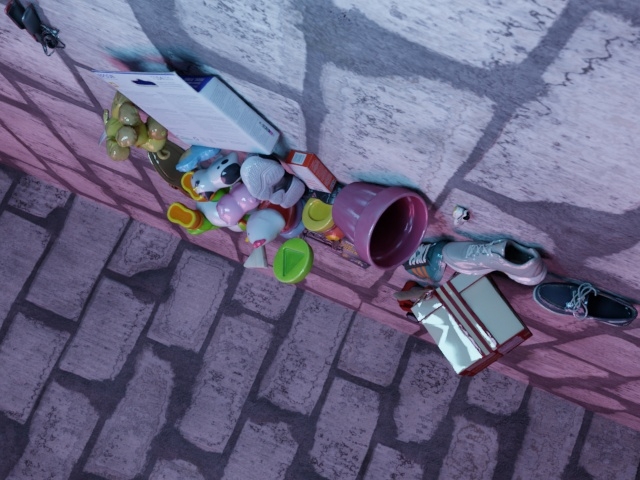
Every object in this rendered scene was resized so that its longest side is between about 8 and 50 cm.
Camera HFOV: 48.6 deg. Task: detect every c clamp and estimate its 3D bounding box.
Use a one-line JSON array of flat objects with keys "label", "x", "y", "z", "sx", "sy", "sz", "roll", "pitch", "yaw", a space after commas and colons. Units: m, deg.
[{"label": "c clamp", "x": 0.000, "y": 0.000, "z": 2.199, "sx": 0.161, "sy": 0.022, "sz": 0.137, "roll": 25, "pitch": 159, "yaw": 0}]

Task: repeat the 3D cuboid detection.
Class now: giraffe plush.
[{"label": "giraffe plush", "x": -0.489, "y": -0.291, "z": 1.929, "sx": 0.171, "sy": 0.181, "sz": 0.210, "roll": 6, "pitch": 167, "yaw": -33}]

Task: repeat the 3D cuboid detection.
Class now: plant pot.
[{"label": "plant pot", "x": 0.131, "y": -0.054, "z": 1.729, "sx": 0.180, "sy": 0.201, "sz": 0.201, "roll": 34, "pitch": 177, "yaw": 42}]

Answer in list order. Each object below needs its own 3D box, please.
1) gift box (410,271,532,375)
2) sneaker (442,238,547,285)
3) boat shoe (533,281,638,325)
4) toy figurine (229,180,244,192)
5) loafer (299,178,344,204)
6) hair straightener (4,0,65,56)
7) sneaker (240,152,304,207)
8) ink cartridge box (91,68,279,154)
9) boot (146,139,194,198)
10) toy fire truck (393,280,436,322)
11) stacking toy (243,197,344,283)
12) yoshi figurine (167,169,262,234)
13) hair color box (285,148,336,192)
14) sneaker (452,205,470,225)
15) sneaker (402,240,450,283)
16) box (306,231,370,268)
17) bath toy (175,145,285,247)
[{"label": "gift box", "x": 0.419, "y": 0.203, "z": 1.966, "sx": 0.258, "sy": 0.255, "sz": 0.276, "roll": 57, "pitch": -173, "yaw": 24}, {"label": "sneaker", "x": 0.428, "y": 0.030, "z": 1.767, "sx": 0.263, "sy": 0.099, "sz": 0.121, "roll": 9, "pitch": 155, "yaw": 25}, {"label": "boat shoe", "x": 0.679, "y": 0.162, "z": 1.822, "sx": 0.255, "sy": 0.095, "sz": 0.079, "roll": 20, "pitch": 169, "yaw": 9}, {"label": "toy figurine", "x": -0.150, "y": -0.145, "z": 2.037, "sx": 0.159, "sy": 0.130, "sz": 0.173, "roll": 8, "pitch": -175, "yaw": 21}, {"label": "loafer", "x": 0.015, "y": -0.132, "z": 1.902, "sx": 0.170, "sy": 0.062, "sz": 0.061, "roll": 20, "pitch": -171, "yaw": 29}, {"label": "hair straightener", "x": -0.650, "y": -0.478, "z": 1.647, "sx": 0.089, "sy": 0.047, "sz": 0.230, "roll": 24, "pitch": 168, "yaw": 0}, {"label": "sneaker", "x": -0.152, "y": -0.172, "z": 1.776, "sx": 0.153, "sy": 0.101, "sz": 0.269, "roll": 42, "pitch": -174, "yaw": 26}, {"label": "ink cartridge box", "x": -0.310, "y": -0.320, "z": 1.650, "sx": 0.324, "sy": 0.071, "sz": 0.330, "roll": 14, "pitch": 162, "yaw": 40}, {"label": "boot", "x": -0.473, "y": -0.235, "z": 2.262, "sx": 0.283, "sy": 0.109, "sz": 0.220, "roll": 38, "pitch": 173, "yaw": -37}, {"label": "toy fire truck", "x": 0.344, "y": 0.206, "z": 2.522, "sx": 0.217, "sy": 0.158, "sz": 0.246, "roll": 7, "pitch": 148, "yaw": 52}, {"label": "stacking toy", "x": -0.059, "y": -0.003, "z": 2.056, "sx": 0.309, "sy": 0.279, "sz": 0.130, "roll": 13, "pitch": 168, "yaw": 45}, {"label": "yoshi figurine", "x": -0.312, "y": -0.114, "z": 2.143, "sx": 0.204, "sy": 0.202, "sz": 0.362, "roll": -15, "pitch": 168, "yaw": 26}, {"label": "hair color box", "x": -0.023, "y": -0.174, "z": 1.797, "sx": 0.072, "sy": 0.043, "sz": 0.141, "roll": 15, "pitch": 164, "yaw": 32}, {"label": "sneaker", "x": 0.338, "y": -0.052, "z": 1.688, "sx": 0.037, "sy": 0.031, "sz": 0.083, "roll": 18, "pitch": 167, "yaw": 23}, {"label": "sneaker", "x": 0.297, "y": 0.056, "z": 2.034, "sx": 0.121, "sy": 0.108, "sz": 0.302, "roll": 22, "pitch": 166, "yaw": 2}, {"label": "box", "x": 0.081, "y": -0.003, "z": 2.215, "sx": 0.231, "sy": 0.056, "sz": 0.183, "roll": 28, "pitch": 158, "yaw": -8}, {"label": "bath toy", "x": -0.236, "y": -0.109, "z": 1.911, "sx": 0.151, "sy": 0.129, "sz": 0.348, "roll": -18, "pitch": 125, "yaw": 35}]
